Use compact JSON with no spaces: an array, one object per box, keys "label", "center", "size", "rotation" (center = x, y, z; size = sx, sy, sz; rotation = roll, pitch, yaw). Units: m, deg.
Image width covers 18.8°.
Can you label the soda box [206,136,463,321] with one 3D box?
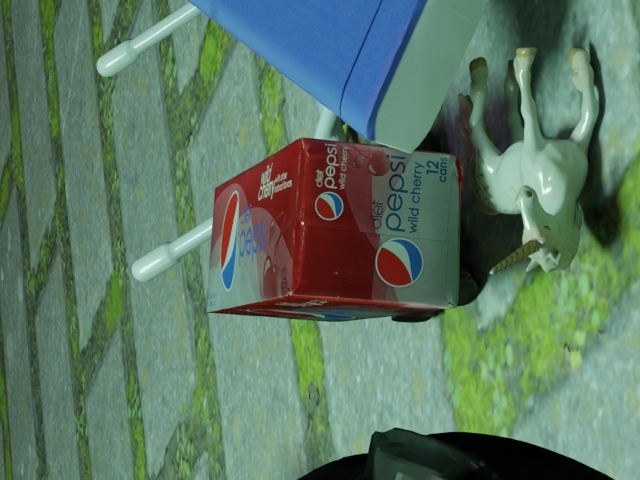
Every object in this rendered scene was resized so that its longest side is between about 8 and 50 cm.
[{"label":"soda box","center":[0.000,0.000,1.095],"size":[0.263,0.092,0.083],"rotation":[162,113,-76]}]

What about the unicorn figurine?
[{"label":"unicorn figurine","center":[0.104,-0.039,0.959],"size":[0.162,0.060,0.111],"rotation":[152,118,-88]}]

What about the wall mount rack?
[{"label":"wall mount rack","center":[-0.058,-0.147,1.335],"size":[0.304,0.130,0.350],"rotation":[110,154,-48]}]

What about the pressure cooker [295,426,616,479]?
[{"label":"pressure cooker","center":[0.023,0.266,0.653],"size":[0.370,0.420,0.375],"rotation":[-11,105,57]}]

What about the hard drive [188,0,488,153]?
[{"label":"hard drive","center":[0.006,-0.201,1.052],"size":[0.319,0.040,0.210],"rotation":[42,112,55]}]

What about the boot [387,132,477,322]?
[{"label":"boot","center":[0.061,-0.016,1.121],"size":[0.106,0.037,0.114],"rotation":[149,124,-67]}]
